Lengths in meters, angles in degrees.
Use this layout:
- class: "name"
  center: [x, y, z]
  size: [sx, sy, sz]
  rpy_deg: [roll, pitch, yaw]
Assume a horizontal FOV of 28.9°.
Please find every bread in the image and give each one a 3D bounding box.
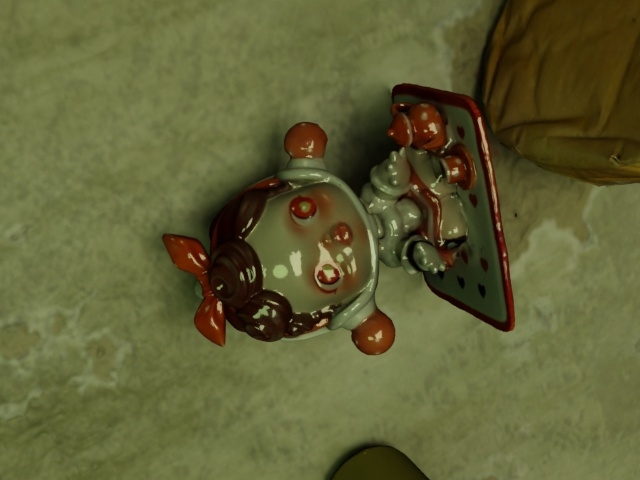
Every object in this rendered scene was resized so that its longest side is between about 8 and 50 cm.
- class: "bread"
  center: [0.267, -0.133, 0.953]
  size: [0.156, 0.288, 0.204]
  rpy_deg: [15, 81, -27]

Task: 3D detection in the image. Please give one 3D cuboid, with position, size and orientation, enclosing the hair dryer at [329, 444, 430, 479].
- class: "hair dryer"
  center: [0.062, 0.325, 1.037]
  size: [0.090, 0.135, 0.278]
  rpy_deg: [-5, 112, -26]

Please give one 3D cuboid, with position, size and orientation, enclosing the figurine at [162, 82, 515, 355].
- class: "figurine"
  center: [0.000, 0.000, 0.931]
  size: [0.226, 0.160, 0.183]
  rpy_deg: [-16, 106, -16]
